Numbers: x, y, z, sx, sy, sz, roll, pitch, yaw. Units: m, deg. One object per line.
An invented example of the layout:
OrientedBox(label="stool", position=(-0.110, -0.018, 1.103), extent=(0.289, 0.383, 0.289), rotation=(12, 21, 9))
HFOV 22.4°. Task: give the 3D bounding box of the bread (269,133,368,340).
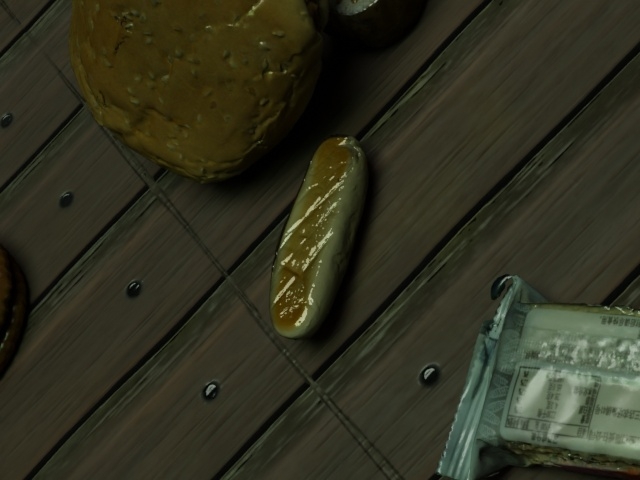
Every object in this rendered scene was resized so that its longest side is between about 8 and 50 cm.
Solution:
OrientedBox(label="bread", position=(0.000, -0.001, 1.521), extent=(0.073, 0.053, 0.214), rotation=(2, 64, 30))

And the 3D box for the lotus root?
OrientedBox(label="lotus root", position=(0.046, -0.253, 1.608), extent=(0.122, 0.081, 0.112), rotation=(16, 73, 38))

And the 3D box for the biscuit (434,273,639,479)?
OrientedBox(label="biscuit", position=(0.252, 0.117, 1.275), extent=(0.309, 0.079, 0.186), rotation=(1, 65, 34))

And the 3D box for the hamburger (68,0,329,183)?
OrientedBox(label="hamburger", position=(-0.124, -0.194, 1.565), extent=(0.259, 0.283, 0.144), rotation=(27, 47, 5))

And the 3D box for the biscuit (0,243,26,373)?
OrientedBox(label="biscuit", position=(-0.412, 0.085, 1.739), extent=(0.220, 0.066, 0.220), rotation=(-15, 56, 23))
